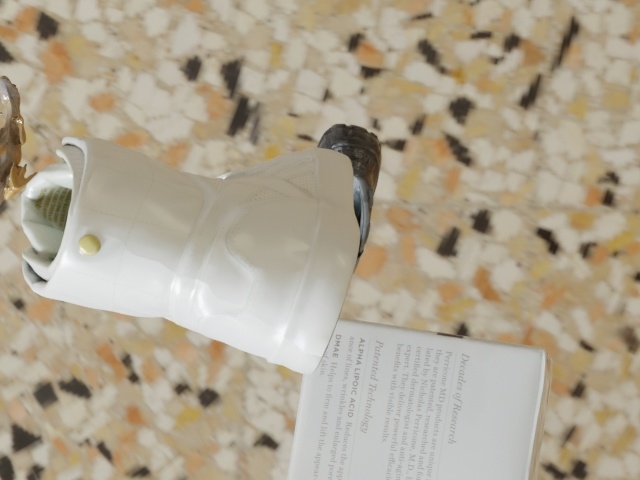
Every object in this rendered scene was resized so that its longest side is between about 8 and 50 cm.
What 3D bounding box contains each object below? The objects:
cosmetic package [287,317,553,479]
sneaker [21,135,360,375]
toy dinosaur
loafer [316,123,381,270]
[{"bbox_3d":[0.083,0.149,1.438,0.184,0.151,0.151,8,85,10],"label":"cosmetic package"},{"bbox_3d":[-0.075,-0.016,0.990,0.169,0.292,0.108,17,96,-5],"label":"sneaker"},{"bbox_3d":[-0.331,-0.063,1.880,0.064,0.112,0.211,17,85,-11],"label":"toy dinosaur"},{"bbox_3d":[0.000,0.000,1.589,0.076,0.078,0.223,14,129,-5],"label":"loafer"}]
